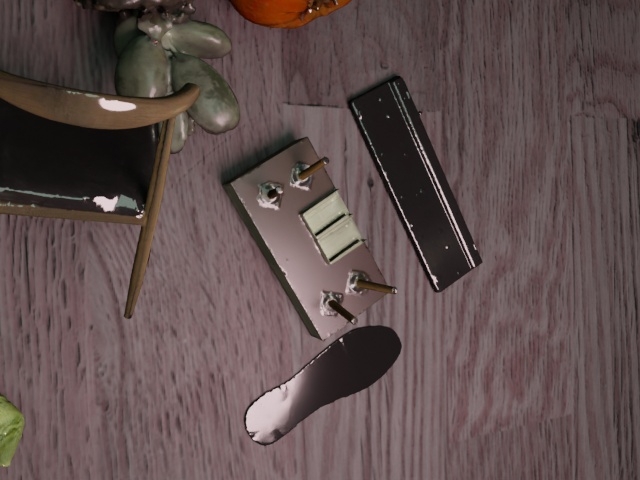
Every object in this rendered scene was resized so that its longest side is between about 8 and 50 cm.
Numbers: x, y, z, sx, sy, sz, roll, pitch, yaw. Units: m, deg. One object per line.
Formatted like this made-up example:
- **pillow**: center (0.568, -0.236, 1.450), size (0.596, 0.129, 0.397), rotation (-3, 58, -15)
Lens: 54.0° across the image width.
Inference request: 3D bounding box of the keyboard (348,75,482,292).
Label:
- **keyboard**: center (0.144, -0.079, 0.908), size (0.101, 0.018, 0.309), rotation (-32, 104, -19)

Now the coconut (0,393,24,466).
- **coconut**: center (-0.356, 0.201, 0.656), size (0.088, 0.088, 0.096), rotation (-42, 78, -17)

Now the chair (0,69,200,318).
- **chair**: center (-0.235, -0.073, 0.586), size (0.188, 0.272, 0.166), rotation (6, 46, -25)

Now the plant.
- **plant**: center (-0.181, -0.236, 0.688), size (0.149, 0.146, 0.274), rotation (-29, 112, -30)

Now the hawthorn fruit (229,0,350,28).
- **hawthorn fruit**: center (-0.046, -0.364, 0.729), size (0.196, 0.196, 0.225), rotation (-22, 85, -22)

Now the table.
- **table**: center (0.000, 0.000, 0.795), size (0.121, 0.111, 0.240), rotation (-35, 105, -20)

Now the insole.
- **insole**: center (0.008, 0.192, 0.863), size (0.253, 0.005, 0.086), rotation (-28, 102, -22)
